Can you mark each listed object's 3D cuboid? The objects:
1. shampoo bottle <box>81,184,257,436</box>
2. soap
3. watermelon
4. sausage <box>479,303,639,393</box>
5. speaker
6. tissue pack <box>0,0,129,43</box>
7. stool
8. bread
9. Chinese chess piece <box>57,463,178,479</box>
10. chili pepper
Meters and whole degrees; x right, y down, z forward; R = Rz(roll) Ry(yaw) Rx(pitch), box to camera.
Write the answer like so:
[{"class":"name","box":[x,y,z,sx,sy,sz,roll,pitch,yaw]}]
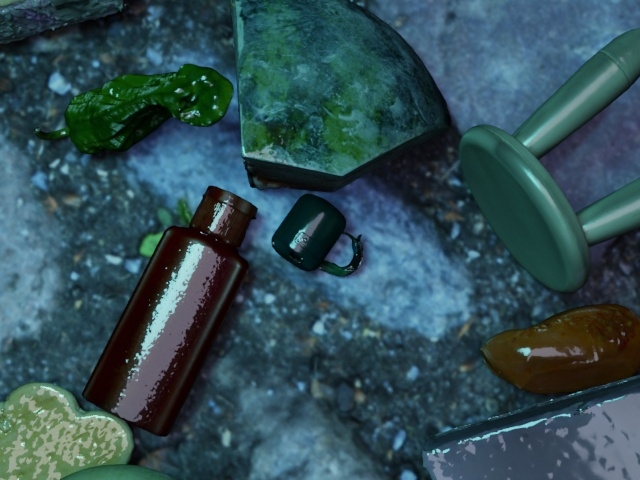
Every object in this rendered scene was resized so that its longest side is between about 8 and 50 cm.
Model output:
[{"class":"shampoo bottle","box":[-0.149,0.068,1.094,0.102,0.064,0.260,25,84,2]},{"class":"soap","box":[0.281,0.293,1.021,0.296,0.107,0.285,-18,84,14]},{"class":"watermelon","box":[0.004,-0.142,1.104,0.290,0.213,0.319,7,39,-31]},{"class":"sausage","box":[0.260,0.115,1.084,0.179,0.089,0.089,-10,84,-3]},{"class":"speaker","box":[-0.001,0.000,1.116,0.094,0.060,0.075,39,84,-32]},{"class":"tissue pack","box":[-0.328,-0.348,1.110,0.215,0.123,0.256,-14,77,0]},{"class":"stool","box":[0.273,-0.075,1.051,0.199,0.195,0.195,-32,85,-5]},{"class":"bread","box":[-0.316,0.244,1.087,0.251,0.039,0.181,-15,84,-2]},{"class":"Chinese chess piece","box":[-0.200,0.336,1.027,0.238,0.092,0.237,-1,99,-5]},{"class":"chili pepper","box":[-0.186,-0.136,1.064,0.074,0.257,0.100,55,49,-23]}]
